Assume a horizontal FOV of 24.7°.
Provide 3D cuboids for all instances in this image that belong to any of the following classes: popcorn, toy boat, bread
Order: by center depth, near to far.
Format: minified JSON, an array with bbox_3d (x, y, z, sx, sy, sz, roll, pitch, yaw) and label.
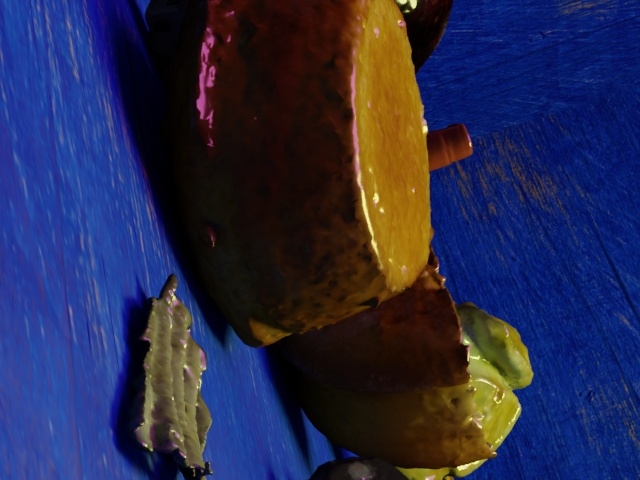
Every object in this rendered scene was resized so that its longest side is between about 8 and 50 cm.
[{"bbox_3d":[-0.013,-0.072,1.134,0.312,0.172,0.312,-6,90,-77],"label":"bread"},{"bbox_3d":[-0.100,-0.153,1.260,0.057,0.077,0.200,-80,158,-55],"label":"toy boat"},{"bbox_3d":[0.043,0.092,1.453,0.340,0.179,0.194,-108,180,-55],"label":"bread"},{"bbox_3d":[0.107,0.157,1.748,0.276,0.225,0.276,34,-1,1],"label":"popcorn"}]

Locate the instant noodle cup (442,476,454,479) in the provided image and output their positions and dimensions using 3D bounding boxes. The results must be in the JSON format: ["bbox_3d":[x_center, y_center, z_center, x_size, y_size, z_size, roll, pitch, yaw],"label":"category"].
[{"bbox_3d":[0.119,0.346,1.818,0.151,0.122,0.151,-20,90,-88],"label":"instant noodle cup"}]

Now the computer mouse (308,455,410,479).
[{"bbox_3d":[0.046,0.265,1.096,0.073,0.122,0.217,-60,-140,39],"label":"computer mouse"}]

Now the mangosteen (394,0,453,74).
[{"bbox_3d":[-0.018,-0.254,1.517,0.307,0.307,0.347,67,37,-57],"label":"mangosteen"}]

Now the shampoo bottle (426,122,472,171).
[{"bbox_3d":[0.027,-0.060,1.400,0.085,0.244,0.085,-18,90,-89],"label":"shampoo bottle"}]

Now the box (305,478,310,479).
[{"bbox_3d":[0.060,0.333,1.276,0.274,0.076,0.174,68,4,-52],"label":"box"}]

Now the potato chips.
[{"bbox_3d":[-0.074,0.085,0.777,0.207,0.028,0.092,-105,174,-70],"label":"potato chips"}]
